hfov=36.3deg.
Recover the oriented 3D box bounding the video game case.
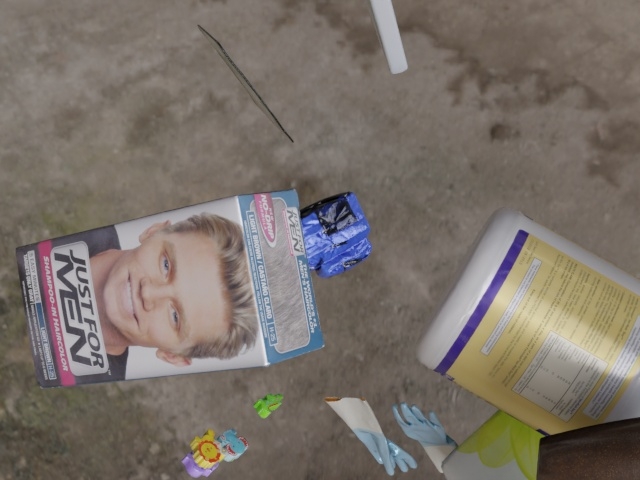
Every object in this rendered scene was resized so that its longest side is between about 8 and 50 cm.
[{"bbox_3d":[0.061,-0.480,1.588,0.036,0.329,0.299,-19,59,5],"label":"video game case"}]

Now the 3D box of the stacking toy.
[{"bbox_3d":[-0.157,0.331,1.509,0.052,0.167,0.221,49,32,13],"label":"stacking toy"}]

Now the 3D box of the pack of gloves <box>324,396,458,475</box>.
[{"bbox_3d":[0.135,0.343,1.631,0.195,0.232,0.046,-4,49,35],"label":"pack of gloves"}]

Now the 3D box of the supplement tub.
[{"bbox_3d":[0.318,0.133,1.274,0.331,0.241,0.241,30,56,6],"label":"supplement tub"}]

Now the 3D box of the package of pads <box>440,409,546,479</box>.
[{"bbox_3d":[0.360,0.393,1.525,0.229,0.101,0.296,-41,60,-5],"label":"package of pads"}]

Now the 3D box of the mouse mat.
[{"bbox_3d":[-0.111,-0.230,1.432,0.007,0.189,0.152,-38,29,-1],"label":"mouse mat"}]

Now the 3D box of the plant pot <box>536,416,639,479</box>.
[{"bbox_3d":[0.337,0.265,0.991,0.231,0.215,0.215,4,51,14],"label":"plant pot"}]

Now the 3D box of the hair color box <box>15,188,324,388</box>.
[{"bbox_3d":[-0.176,0.059,1.072,0.347,0.173,0.105,-11,-1,35],"label":"hair color box"}]

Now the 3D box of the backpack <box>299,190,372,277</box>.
[{"bbox_3d":[0.000,0.000,1.274,0.120,0.098,0.101,-24,82,-10],"label":"backpack"}]
